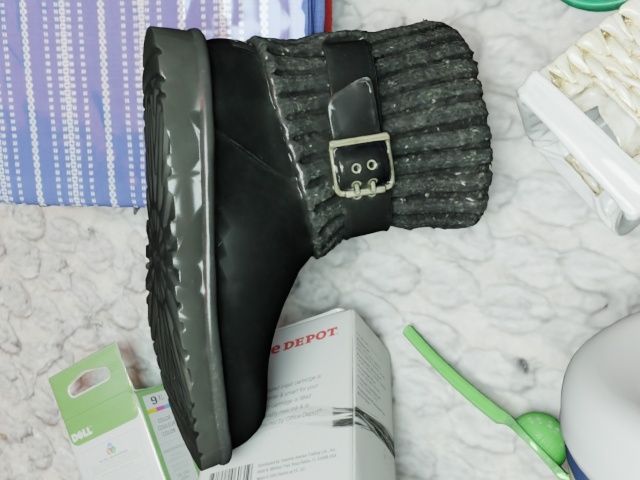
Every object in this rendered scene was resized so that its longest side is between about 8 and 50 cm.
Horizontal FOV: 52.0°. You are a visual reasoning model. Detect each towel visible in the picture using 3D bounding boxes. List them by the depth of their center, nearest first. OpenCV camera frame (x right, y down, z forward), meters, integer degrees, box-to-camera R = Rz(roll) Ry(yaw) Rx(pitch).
[{"bbox_3d":[-0.163,-0.150,0.593,0.336,0.040,0.243,2,103,7],"label":"towel"}]

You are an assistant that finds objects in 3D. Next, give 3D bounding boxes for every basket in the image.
[{"bbox_3d":[0.215,-0.080,0.455,0.103,0.167,0.113,-41,74,15],"label":"basket"}]

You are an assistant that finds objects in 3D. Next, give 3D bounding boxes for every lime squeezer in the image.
[{"bbox_3d":[0.204,0.145,0.521,0.310,0.059,0.110,7,93,26],"label":"lime squeezer"}]

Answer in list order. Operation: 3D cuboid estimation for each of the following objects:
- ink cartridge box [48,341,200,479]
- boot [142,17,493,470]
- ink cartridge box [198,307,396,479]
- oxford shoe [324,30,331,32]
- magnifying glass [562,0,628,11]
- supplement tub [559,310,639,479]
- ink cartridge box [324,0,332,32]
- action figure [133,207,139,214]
[{"bbox_3d":[-0.203,0.221,0.706,0.109,0.062,0.209,-28,78,22],"label":"ink cartridge box"},{"bbox_3d":[0.002,0.000,0.521,0.131,0.260,0.348,-152,60,-64],"label":"boot"},{"bbox_3d":[-0.018,0.176,0.552,0.148,0.086,0.203,-20,42,24],"label":"ink cartridge box"},{"bbox_3d":[-0.092,-0.175,0.644,0.212,0.076,0.076,13,114,20],"label":"oxford shoe"},{"bbox_3d":[0.289,-0.240,0.498,0.231,0.026,0.092,-9,86,27],"label":"magnifying glass"},{"bbox_3d":[0.273,0.212,0.364,0.235,0.235,0.324,-7,105,25],"label":"supplement tub"},{"bbox_3d":[-0.077,-0.301,0.651,0.181,0.056,0.224,1,89,26],"label":"ink cartridge box"},{"bbox_3d":[-0.265,-0.111,0.693,0.276,0.141,0.164,2,90,28],"label":"action figure"}]
